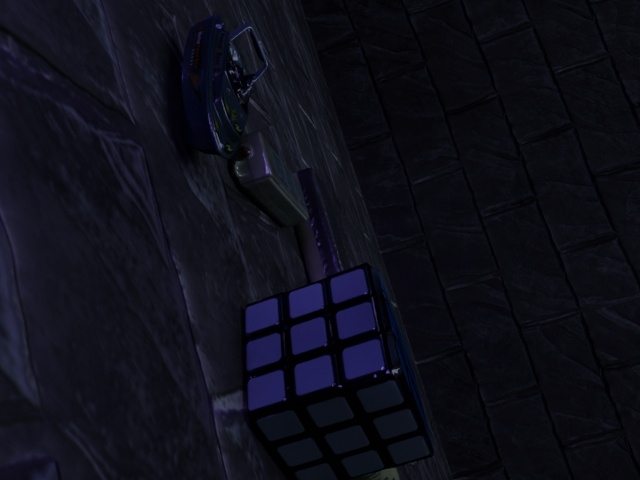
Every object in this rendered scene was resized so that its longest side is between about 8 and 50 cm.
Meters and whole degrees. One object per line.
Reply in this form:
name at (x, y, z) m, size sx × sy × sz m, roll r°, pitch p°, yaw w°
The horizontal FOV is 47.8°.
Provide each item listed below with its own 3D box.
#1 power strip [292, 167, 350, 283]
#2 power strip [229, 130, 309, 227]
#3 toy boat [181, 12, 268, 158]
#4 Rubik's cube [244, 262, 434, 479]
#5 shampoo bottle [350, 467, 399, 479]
power strip at (0.000, 0.000, 1.321) m, size 0.105 × 0.070 × 0.257 m, roll 47°, pitch 24°, yaw -65°
power strip at (-0.071, -0.084, 1.085) m, size 0.272 × 0.052 × 0.078 m, roll 46°, pitch 26°, yaw -72°
toy boat at (-0.116, -0.176, 0.844) m, size 0.246 × 0.103 × 0.093 m, roll -95°, pitch 165°, yaw -47°
Rubik's cube at (0.019, 0.150, 0.787) m, size 0.161 × 0.163 × 0.162 m, roll -99°, pitch 165°, yaw -50°
shampoo bottle at (0.049, 0.278, 0.982) m, size 0.079 × 0.079 × 0.162 m, roll -85°, pitch 156°, yaw -70°
